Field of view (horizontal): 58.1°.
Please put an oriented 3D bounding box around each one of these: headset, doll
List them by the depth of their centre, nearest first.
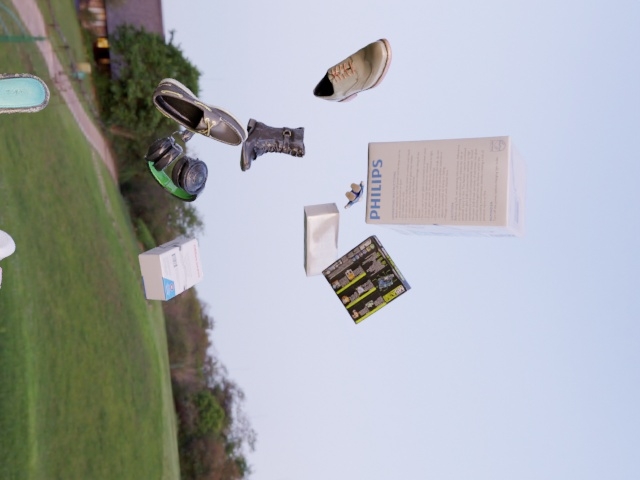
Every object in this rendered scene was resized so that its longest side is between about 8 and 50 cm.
[{"bbox_3d":[-0.506,-0.297,2.106,0.185,0.243,0.394,-53,-178,-30],"label":"headset"},{"bbox_3d":[0.133,-0.174,2.228,0.129,0.046,0.189,-58,170,5],"label":"doll"}]

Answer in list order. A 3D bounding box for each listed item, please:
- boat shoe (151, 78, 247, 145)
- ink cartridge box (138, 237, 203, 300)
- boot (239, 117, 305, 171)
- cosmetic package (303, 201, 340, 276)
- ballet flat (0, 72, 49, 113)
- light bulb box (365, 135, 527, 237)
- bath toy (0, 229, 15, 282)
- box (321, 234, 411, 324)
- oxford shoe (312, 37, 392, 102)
[{"bbox_3d":[-0.273,-0.275,1.305,0.081,0.228,0.068,-49,-160,35],"label":"boat shoe"},{"bbox_3d":[-0.474,0.087,1.843,0.203,0.086,0.148,-34,122,-64],"label":"ink cartridge box"},{"bbox_3d":[-0.166,-0.339,2.095,0.091,0.229,0.262,113,-12,-57],"label":"boot"},{"bbox_3d":[0.000,0.000,1.718,0.060,0.099,0.239,-111,-162,-47],"label":"cosmetic package"},{"bbox_3d":[-1.120,-0.450,1.811,0.182,0.483,0.163,5,-77,50],"label":"ballet flat"},{"bbox_3d":[0.352,-0.132,1.568,0.358,0.361,0.225,10,82,-63],"label":"light bulb box"},{"bbox_3d":[-0.884,0.123,1.451,0.129,0.152,0.348,-43,-142,39],"label":"bath toy"},{"bbox_3d":[0.126,0.110,1.610,0.191,0.045,0.184,-38,-98,24],"label":"box"},{"bbox_3d":[0.114,-0.608,2.121,0.397,0.147,0.140,-30,-104,57],"label":"oxford shoe"}]
